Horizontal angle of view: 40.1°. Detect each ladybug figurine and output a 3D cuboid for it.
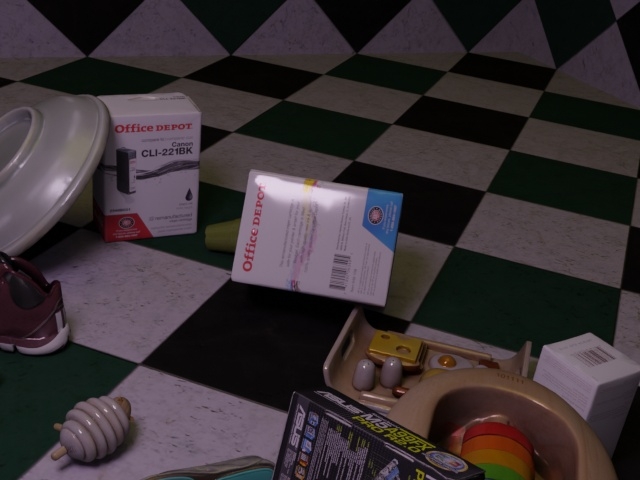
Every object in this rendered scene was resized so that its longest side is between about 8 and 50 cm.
[{"bbox_3d":[0.203,0.324,1.071,0.305,0.162,0.449,17,27,12],"label":"ladybug figurine"}]

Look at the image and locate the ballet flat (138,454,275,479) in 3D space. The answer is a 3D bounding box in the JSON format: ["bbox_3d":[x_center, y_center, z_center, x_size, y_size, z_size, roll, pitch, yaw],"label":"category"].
[{"bbox_3d":[-0.155,0.322,1.127,0.213,0.072,0.068,-4,1,-22],"label":"ballet flat"}]

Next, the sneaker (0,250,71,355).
[{"bbox_3d":[-0.537,0.089,1.374,0.281,0.162,0.106,1,27,-12],"label":"sneaker"}]

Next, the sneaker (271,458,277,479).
[{"bbox_3d":[-0.039,0.335,1.109,0.051,0.070,0.134,-2,56,41],"label":"sneaker"}]

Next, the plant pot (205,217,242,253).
[{"bbox_3d":[-0.187,-0.007,1.758,0.079,0.083,0.083,-2,25,11],"label":"plant pot"}]

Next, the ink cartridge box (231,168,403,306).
[{"bbox_3d":[0.000,0.000,1.571,0.270,0.198,0.197,10,-2,5],"label":"ink cartridge box"}]

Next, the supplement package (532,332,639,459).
[{"bbox_3d":[0.368,0.241,1.262,0.105,0.179,0.105,-9,31,-34],"label":"supplement package"}]

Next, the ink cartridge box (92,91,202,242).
[{"bbox_3d":[-0.352,-0.149,1.770,0.197,0.273,0.114,-7,29,-25],"label":"ink cartridge box"}]

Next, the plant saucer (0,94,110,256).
[{"bbox_3d":[-0.566,-0.136,1.616,0.400,0.100,0.400,-24,42,24],"label":"plant saucer"}]

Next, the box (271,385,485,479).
[{"bbox_3d":[0.034,0.317,0.908,0.216,0.270,0.060,21,11,39],"label":"box"}]

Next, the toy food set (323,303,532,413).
[{"bbox_3d":[0.178,0.192,1.415,0.306,0.092,0.220,13,27,12],"label":"toy food set"}]

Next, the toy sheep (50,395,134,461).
[{"bbox_3d":[-0.310,0.256,1.187,0.091,0.091,0.132,23,44,30],"label":"toy sheep"}]
